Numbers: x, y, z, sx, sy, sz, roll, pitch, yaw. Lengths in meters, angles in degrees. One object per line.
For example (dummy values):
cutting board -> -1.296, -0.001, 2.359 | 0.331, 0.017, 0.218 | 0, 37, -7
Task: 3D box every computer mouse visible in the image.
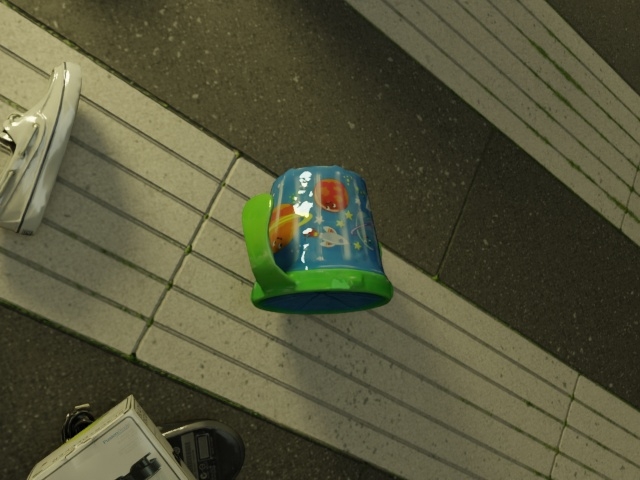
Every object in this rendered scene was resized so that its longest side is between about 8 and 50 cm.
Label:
computer mouse -> -0.258, 0.340, 0.915 | 0.272, 0.072, 0.188 | -2, 89, -16

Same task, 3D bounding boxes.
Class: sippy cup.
sippy cup -> 0.000, 0.000, 1.003 | 0.240, 0.305, 0.224 | -1, 73, -1

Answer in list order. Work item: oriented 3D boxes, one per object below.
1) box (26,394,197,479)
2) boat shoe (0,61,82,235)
box -> -0.254, 0.389, 0.832 | 0.169, 0.087, 0.290 | -37, 100, -14
boat shoe -> -0.422, -0.144, 0.851 | 0.088, 0.096, 0.267 | 18, 86, -31
